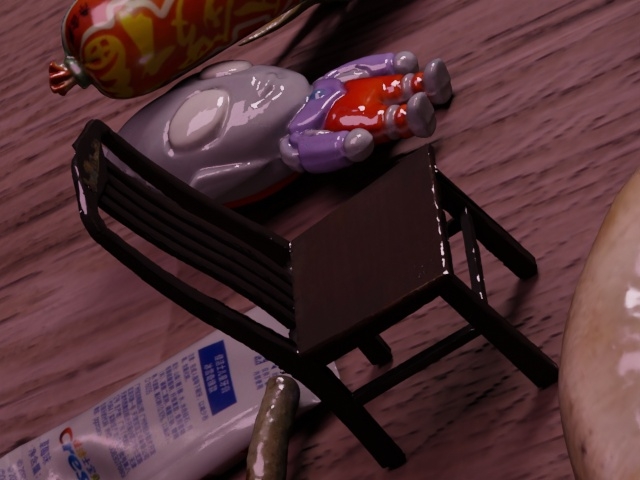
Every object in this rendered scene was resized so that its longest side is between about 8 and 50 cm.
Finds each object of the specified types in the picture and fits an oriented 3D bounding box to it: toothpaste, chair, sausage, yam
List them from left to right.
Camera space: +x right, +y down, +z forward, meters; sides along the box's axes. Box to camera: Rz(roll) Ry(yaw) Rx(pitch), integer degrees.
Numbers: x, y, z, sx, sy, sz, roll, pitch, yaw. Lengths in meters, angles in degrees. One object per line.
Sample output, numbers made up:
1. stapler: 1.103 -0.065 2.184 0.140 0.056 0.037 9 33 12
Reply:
1. toothpaste: -0.107 0.115 1.013 0.266 0.061 0.096 -32 35 10
2. yam: -0.035 0.164 0.897 0.029 0.027 0.234 -10 53 34
3. sausage: -0.038 -0.154 1.104 0.264 0.083 0.083 -33 33 -9
4. chair: 0.000 0.000 0.858 0.101 0.212 0.084 -32 37 22

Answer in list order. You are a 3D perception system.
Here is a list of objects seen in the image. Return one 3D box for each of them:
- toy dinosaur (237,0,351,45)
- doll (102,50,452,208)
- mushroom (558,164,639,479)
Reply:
1. toy dinosaur: 0.001 -0.146 1.164 0.113 0.026 0.041 -44 27 -11
2. doll: -0.037 -0.057 1.082 0.227 0.075 0.102 -7 33 30
3. mushroom: 0.186 0.030 0.664 0.255 0.184 0.255 -22 56 36
